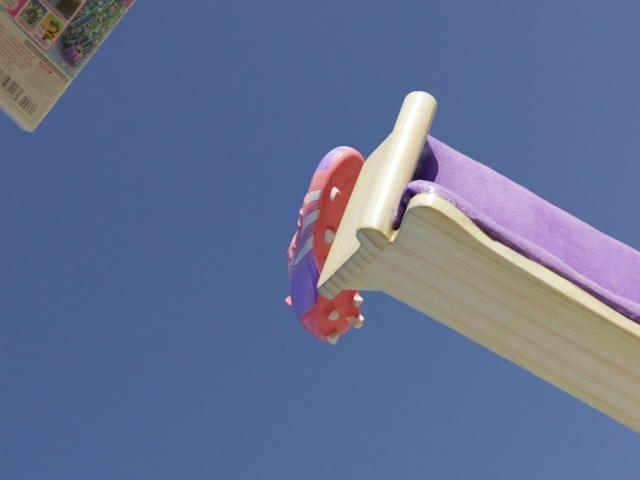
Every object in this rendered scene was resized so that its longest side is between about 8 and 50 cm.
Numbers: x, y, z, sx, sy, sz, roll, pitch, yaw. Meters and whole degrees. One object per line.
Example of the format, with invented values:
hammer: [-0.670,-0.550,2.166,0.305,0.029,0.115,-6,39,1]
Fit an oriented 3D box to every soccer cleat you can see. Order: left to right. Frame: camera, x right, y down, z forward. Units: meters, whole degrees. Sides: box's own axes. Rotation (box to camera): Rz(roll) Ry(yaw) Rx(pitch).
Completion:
soccer cleat: [0.000,0.000,1.696,0.083,0.095,0.248,-31,-41,-32]

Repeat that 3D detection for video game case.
video game case: [-0.230,-0.185,1.227,0.157,0.019,0.143,45,-108,-35]

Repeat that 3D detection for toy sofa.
toy sofa: [0.198,0.030,1.302,0.362,0.177,0.150,29,-125,-10]
